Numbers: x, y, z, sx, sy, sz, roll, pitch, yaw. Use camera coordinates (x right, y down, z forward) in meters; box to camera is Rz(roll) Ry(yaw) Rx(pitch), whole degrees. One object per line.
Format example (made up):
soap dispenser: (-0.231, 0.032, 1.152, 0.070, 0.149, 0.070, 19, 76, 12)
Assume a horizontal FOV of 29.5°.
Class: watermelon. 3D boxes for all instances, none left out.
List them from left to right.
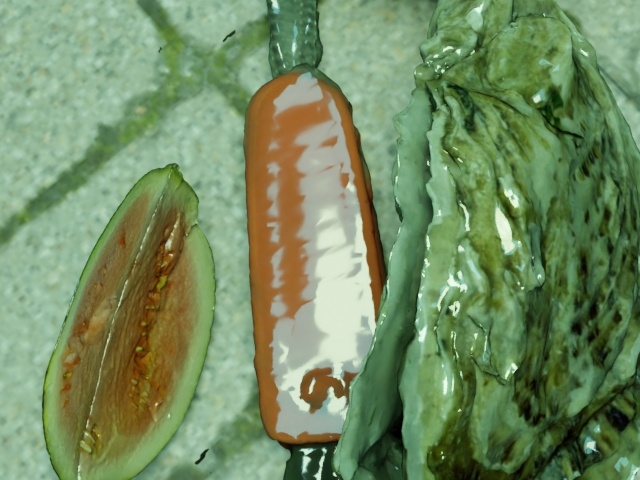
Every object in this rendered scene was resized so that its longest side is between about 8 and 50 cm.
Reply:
watermelon: (-0.087, 0.050, 0.609, 0.069, 0.087, 0.163, 21, 77, -25)

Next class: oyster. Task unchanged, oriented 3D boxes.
oyster: (0.081, 0.020, 0.561, 0.112, 0.198, 0.267, 1, 57, 41)

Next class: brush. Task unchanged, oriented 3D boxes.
brush: (0.000, 0.000, 0.629, 0.070, 0.051, 0.323, -6, 79, 7)
